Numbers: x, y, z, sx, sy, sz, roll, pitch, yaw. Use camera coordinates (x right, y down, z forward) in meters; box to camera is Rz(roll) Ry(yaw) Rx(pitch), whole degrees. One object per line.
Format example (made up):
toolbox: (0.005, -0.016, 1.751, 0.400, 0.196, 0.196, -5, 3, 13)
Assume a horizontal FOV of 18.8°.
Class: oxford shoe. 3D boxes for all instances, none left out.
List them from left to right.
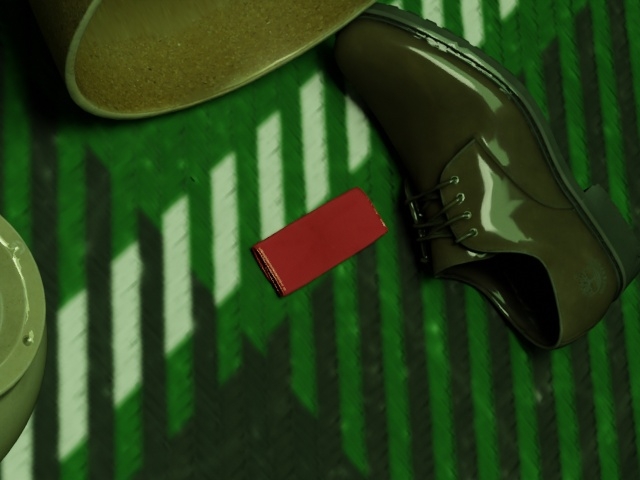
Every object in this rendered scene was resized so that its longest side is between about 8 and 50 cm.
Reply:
oxford shoe: (0.081, -0.033, 1.059, 0.227, 0.083, 0.096, 47, 57, -9)

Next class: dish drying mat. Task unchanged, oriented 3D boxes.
dish drying mat: (0.000, 0.000, 1.035, 0.083, 0.008, 0.032, -31, 90, -37)

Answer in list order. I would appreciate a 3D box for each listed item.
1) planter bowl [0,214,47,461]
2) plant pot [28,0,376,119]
planter bowl: (-0.184, 0.038, 0.829, 0.162, 0.109, 0.162, 13, 66, -30)
plant pot: (-0.085, -0.229, 0.949, 0.237, 0.237, 0.254, -23, 72, -38)
